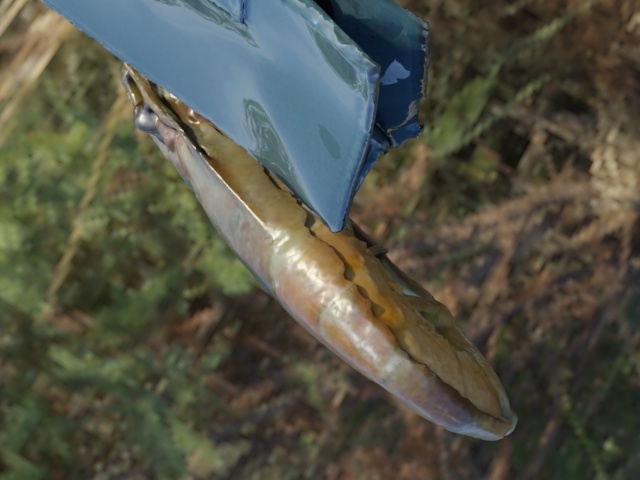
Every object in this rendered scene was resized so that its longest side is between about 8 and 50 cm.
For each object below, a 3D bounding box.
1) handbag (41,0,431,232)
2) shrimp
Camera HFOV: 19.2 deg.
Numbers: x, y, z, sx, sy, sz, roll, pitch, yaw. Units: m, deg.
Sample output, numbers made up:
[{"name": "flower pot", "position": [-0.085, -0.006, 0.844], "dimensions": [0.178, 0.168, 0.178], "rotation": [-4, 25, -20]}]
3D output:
[{"name": "handbag", "position": [-0.057, -0.108, 0.713], "dimensions": [0.221, 0.057, 0.144], "rotation": [38, 165, 13]}, {"name": "shrimp", "position": [-0.001, 0.002, 0.869], "dimensions": [0.251, 0.052, 0.143], "rotation": [51, -168, 19]}]
